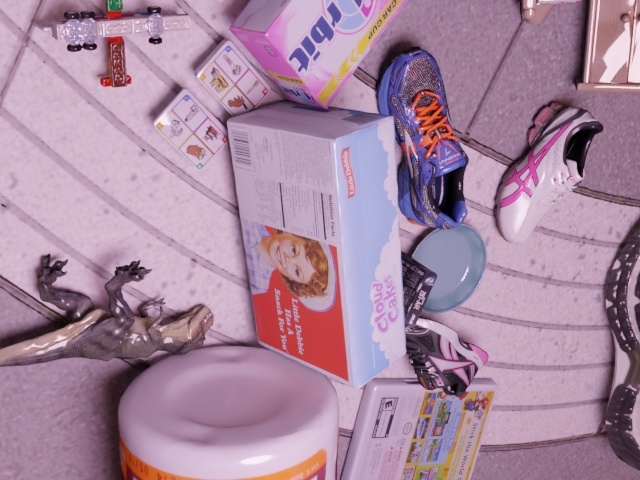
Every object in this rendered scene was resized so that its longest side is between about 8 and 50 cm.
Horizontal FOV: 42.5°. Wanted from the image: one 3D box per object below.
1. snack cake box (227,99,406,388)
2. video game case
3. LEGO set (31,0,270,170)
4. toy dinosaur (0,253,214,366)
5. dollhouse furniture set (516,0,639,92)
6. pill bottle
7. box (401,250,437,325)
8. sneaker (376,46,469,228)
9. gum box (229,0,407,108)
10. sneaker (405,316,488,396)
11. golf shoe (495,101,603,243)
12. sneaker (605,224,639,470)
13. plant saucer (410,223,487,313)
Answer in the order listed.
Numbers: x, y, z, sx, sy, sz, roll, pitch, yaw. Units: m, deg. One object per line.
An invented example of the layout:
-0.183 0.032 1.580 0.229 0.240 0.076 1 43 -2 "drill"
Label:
0.000 0.000 0.843 0.089 0.152 0.264 -27 122 -40 "snack cake box"
0.126 0.292 1.110 0.206 0.026 0.226 6 105 -29 "video game case"
-0.139 -0.208 0.776 0.182 0.060 0.244 -50 134 -5 "LEGO set"
-0.228 0.076 0.821 0.268 0.064 0.118 -4 118 -23 "toy dinosaur"
0.353 -0.209 0.833 0.304 0.355 0.173 3 111 12 "dollhouse furniture set"
-0.096 0.334 0.891 0.224 0.224 0.392 -8 112 -25 "pill bottle"
0.096 0.053 0.966 0.018 0.083 0.067 17 100 -31 "box"
0.127 -0.109 0.918 0.083 0.087 0.221 -26 119 -18 "sneaker"
0.012 -0.238 0.802 0.188 0.062 0.107 -55 133 -10 "gum box"
0.141 0.146 1.024 0.178 0.072 0.077 31 77 -32 "sneaker"
0.278 -0.077 1.012 0.068 0.086 0.186 15 103 -33 "golf shoe"
0.514 0.130 1.216 0.182 0.158 0.410 -24 122 -54 "sneaker"
0.153 0.032 1.025 0.119 0.021 0.119 -10 114 -25 "plant saucer"
